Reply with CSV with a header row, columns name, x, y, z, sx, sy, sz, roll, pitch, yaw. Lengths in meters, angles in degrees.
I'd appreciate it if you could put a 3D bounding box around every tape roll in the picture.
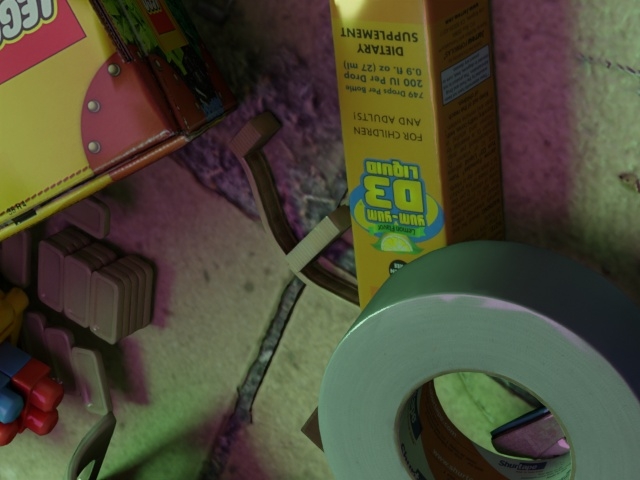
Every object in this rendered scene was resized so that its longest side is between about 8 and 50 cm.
name,x,y,z,sx,sy,sz,roll,pitch,yaw
tape roll,0.112,0.111,1.076,0.219,0.072,0.219,12,122,19

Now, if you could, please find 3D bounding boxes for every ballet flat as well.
name,x,y,z,sx,sy,sz,roll,pitch,yaw
ballet flat,0.178,0.117,1.118,0.168,0.057,0.052,-35,74,40

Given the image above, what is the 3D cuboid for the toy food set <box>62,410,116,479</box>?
name,x,y,z,sx,sy,sz,roll,pitch,yaw
toy food set,-0.112,0.300,1.325,0.306,0.092,0.219,58,156,14

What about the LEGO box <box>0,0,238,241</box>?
name,x,y,z,sx,sy,sz,roll,pitch,yaw
LEGO box,-0.369,-0.126,1.161,0.500,0.193,0.372,-27,96,11

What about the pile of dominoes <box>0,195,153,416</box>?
name,x,y,z,sx,sy,sz,roll,pitch,yaw
pile of dominoes,-0.238,0.008,1.385,0.251,0.040,0.196,29,128,30

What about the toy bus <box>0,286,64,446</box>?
name,x,y,z,sx,sy,sz,roll,pitch,yaw
toy bus,-0.313,0.113,1.395,0.211,0.149,0.220,31,134,7

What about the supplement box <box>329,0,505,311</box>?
name,x,y,z,sx,sy,sz,roll,pitch,yaw
supplement box,0.065,-0.063,1.105,0.078,0.080,0.233,8,118,33

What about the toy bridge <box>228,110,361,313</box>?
name,x,y,z,sx,sy,sz,roll,pitch,yaw
toy bridge,0.000,0.000,1.211,0.188,0.026,0.063,50,132,5

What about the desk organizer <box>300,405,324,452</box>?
name,x,y,z,sx,sy,sz,roll,pitch,yaw
desk organizer,0.053,0.155,1.232,0.130,0.047,0.050,42,130,12
